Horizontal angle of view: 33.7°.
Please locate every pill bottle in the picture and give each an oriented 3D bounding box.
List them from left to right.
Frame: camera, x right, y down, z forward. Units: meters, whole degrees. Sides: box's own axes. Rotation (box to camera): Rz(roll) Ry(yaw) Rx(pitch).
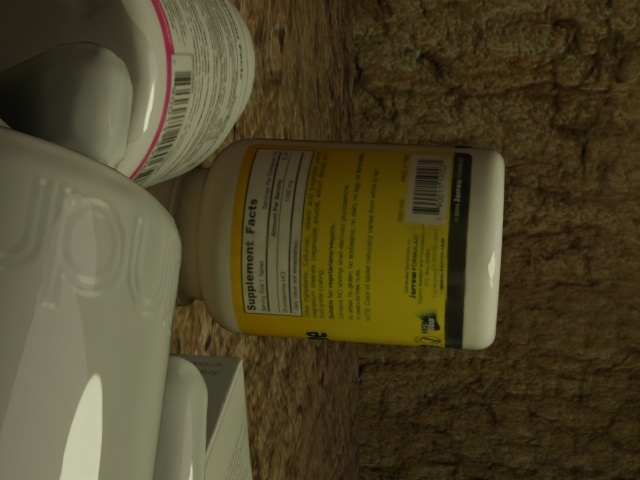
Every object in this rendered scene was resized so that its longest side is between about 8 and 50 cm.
[{"bbox_3d":[-0.134,-0.106,0.644,0.283,0.160,0.160,-47,140,-77],"label":"pill bottle"},{"bbox_3d":[0.000,0.000,0.993,0.188,0.333,0.188,3,90,-81],"label":"pill bottle"}]

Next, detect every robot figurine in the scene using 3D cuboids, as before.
[{"bbox_3d":[-0.163,0.085,0.390,0.300,0.199,0.354,17,71,-39],"label":"robot figurine"}]

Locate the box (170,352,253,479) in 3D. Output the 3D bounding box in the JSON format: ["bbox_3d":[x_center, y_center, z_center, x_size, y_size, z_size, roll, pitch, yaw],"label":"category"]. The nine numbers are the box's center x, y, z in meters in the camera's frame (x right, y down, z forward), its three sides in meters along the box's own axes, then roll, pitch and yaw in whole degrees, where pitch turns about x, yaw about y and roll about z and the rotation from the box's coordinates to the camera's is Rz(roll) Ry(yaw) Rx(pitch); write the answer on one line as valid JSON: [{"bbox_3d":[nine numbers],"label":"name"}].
[{"bbox_3d":[-0.144,0.157,0.603,0.182,0.181,0.119,-72,163,-60],"label":"box"}]
